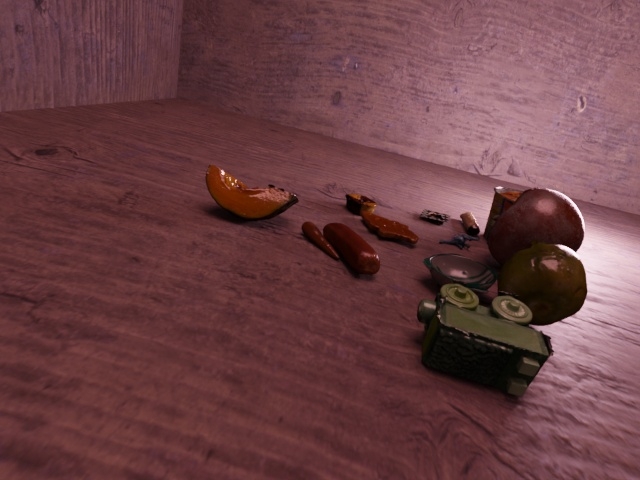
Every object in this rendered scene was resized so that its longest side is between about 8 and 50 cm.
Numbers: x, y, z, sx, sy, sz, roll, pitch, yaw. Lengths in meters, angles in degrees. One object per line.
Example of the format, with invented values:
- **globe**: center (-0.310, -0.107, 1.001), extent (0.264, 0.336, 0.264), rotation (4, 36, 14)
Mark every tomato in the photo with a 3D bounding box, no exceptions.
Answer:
- **tomato**: center (0.752, -0.026, 1.451), extent (0.317, 0.316, 0.282), rotation (-13, 51, -47)

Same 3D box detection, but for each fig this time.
- **fig**: center (0.621, 0.081, 1.151), extent (0.233, 0.233, 0.314), rotation (19, 64, 13)

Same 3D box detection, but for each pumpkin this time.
- **pumpkin**: center (-0.246, -0.127, 1.410), extent (0.312, 0.148, 0.169), rotation (22, -15, 1)

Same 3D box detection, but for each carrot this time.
- **carrot**: center (0.000, 0.000, 1.317), extent (0.048, 0.048, 0.216), rotation (-3, 32, -34)

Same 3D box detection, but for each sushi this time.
- **sushi**: center (0.514, -0.101, 1.851), extent (0.126, 0.026, 0.120), rotation (17, 25, 20)

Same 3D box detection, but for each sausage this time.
- **sausage**: center (0.094, 0.015, 1.275), extent (0.089, 0.083, 0.300), rotation (-3, 27, -23)

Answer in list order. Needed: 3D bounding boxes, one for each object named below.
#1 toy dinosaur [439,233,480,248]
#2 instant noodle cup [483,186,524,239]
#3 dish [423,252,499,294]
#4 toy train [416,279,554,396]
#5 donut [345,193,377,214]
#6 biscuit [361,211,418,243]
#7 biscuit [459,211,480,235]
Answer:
- **toy dinosaur**: center (0.555, -0.001, 1.614), extent (0.198, 0.045, 0.080), rotation (-7, 26, -21)
- **instant noodle cup**: center (0.838, -0.077, 1.729), extent (0.297, 0.213, 0.296), rotation (11, 23, -5)
- **dish**: center (0.409, 0.119, 1.208), extent (0.224, 0.078, 0.246), rotation (11, 21, 2)
- **toy train**: center (0.343, 0.206, 0.894), extent (0.272, 0.159, 0.188), rotation (16, 33, 6)
- **donut**: center (0.166, -0.152, 1.730), extent (0.141, 0.059, 0.140), rotation (11, 22, -5)
- **biscuit**: center (0.254, -0.048, 1.563), extent (0.183, 0.043, 0.280), rotation (-4, 24, -43)
- **biscuit**: center (0.670, -0.080, 1.848), extent (0.061, 0.055, 0.219), rotation (6, 22, 9)
